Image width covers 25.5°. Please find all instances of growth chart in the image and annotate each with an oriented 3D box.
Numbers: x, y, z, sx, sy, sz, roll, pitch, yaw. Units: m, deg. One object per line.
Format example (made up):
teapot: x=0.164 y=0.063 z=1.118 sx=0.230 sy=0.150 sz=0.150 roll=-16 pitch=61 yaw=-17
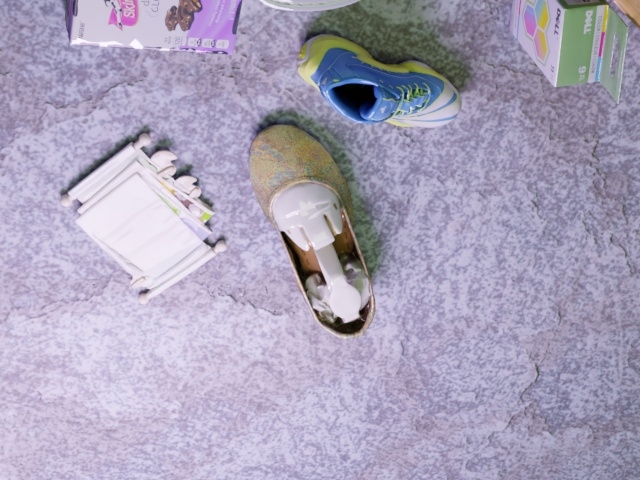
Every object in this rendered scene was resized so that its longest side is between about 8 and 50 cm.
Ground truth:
growth chart: x=-0.226 y=-0.027 z=1.868 sx=0.172 sy=0.021 sz=0.237 roll=-30 pitch=129 yaw=7

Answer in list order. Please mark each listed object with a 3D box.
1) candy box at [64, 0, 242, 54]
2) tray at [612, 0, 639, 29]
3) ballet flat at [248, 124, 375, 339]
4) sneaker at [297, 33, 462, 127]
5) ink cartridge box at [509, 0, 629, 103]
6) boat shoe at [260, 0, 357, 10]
candy box: x=-0.188 y=-0.306 z=1.629 sx=0.196 sy=0.070 sz=0.165 roll=1 pitch=127 yaw=-17
tray: x=0.467 y=-0.255 z=1.768 sx=0.076 sy=0.203 sz=0.411 roll=-41 pitch=127 yaw=18
ballet flat: x=0.000 y=0.000 z=1.893 sx=0.123 sy=0.123 sz=0.348 roll=-21 pitch=129 yaw=0
sneaker: x=0.083 y=-0.173 z=1.773 sx=0.240 sy=0.126 sz=0.091 roll=15 pitch=122 yaw=-25
ink cartridge box: x=0.298 y=-0.258 z=1.714 sx=0.062 sy=0.209 sz=0.109 roll=-9 pitch=128 yaw=-12
boat shoe: x=0.057 y=-0.356 z=1.646 sx=0.302 sy=0.091 sz=0.114 roll=-17 pitch=126 yaw=-4
